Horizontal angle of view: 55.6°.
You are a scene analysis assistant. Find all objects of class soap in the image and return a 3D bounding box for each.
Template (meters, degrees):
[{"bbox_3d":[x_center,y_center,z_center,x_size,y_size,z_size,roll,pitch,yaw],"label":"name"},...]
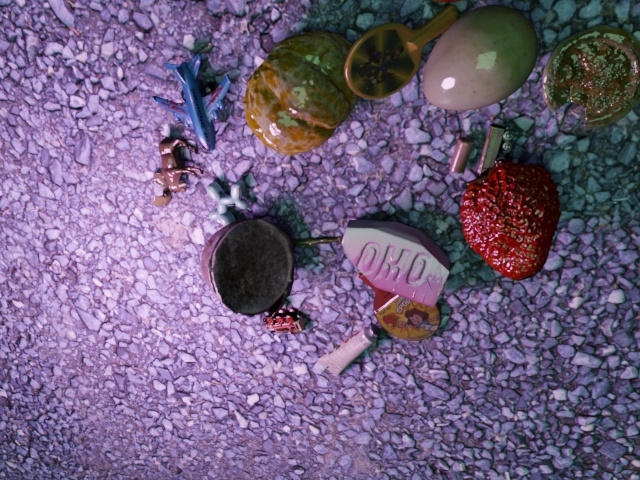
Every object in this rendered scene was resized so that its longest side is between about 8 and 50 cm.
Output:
[{"bbox_3d":[0.215,0.049,1.788,0.324,0.109,0.192,20,112,2],"label":"soap"}]

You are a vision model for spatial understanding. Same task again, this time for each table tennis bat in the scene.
[{"bbox_3d":[0.202,-0.475,1.504,0.321,0.050,0.198,-33,138,7],"label":"table tennis bat"},{"bbox_3d":[0.245,0.199,1.919,0.310,0.038,0.200,41,119,-11],"label":"table tennis bat"}]

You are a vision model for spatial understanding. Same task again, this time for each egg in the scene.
[{"bbox_3d":[0.369,-0.421,1.445,0.296,0.218,0.218,-32,105,36],"label":"egg"}]

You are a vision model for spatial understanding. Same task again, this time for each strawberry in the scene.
[{"bbox_3d":[0.495,-0.057,1.579,0.261,0.257,0.261,12,143,9],"label":"strawberry"}]

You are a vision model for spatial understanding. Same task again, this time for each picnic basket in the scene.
[{"bbox_3d":[-0.167,0.222,2.030,0.072,0.072,0.083,36,112,-4],"label":"picnic basket"}]

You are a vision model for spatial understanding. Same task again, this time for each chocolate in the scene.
[{"bbox_3d":[-0.249,0.075,1.872,0.213,0.303,0.303,7,126,55],"label":"chocolate"}]

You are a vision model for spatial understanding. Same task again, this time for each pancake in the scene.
[{"bbox_3d":[0.667,-0.395,1.474,0.254,0.037,0.253,7,119,13],"label":"pancake"}]

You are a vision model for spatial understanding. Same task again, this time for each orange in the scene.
[{"bbox_3d":[-0.060,-0.377,1.605,0.271,0.210,0.369,40,123,-9],"label":"orange"}]

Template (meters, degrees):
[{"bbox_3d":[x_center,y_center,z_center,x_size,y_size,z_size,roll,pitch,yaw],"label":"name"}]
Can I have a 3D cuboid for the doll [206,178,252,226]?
[{"bbox_3d":[-0.293,-0.111,1.897,0.160,0.059,0.158,-9,114,19],"label":"doll"}]

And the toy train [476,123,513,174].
[{"bbox_3d":[0.467,-0.238,1.616,0.071,0.038,0.147,14,120,10],"label":"toy train"}]

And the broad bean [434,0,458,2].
[{"bbox_3d":[0.302,-0.622,1.436,0.165,0.084,0.114,-6,110,13],"label":"broad bean"}]

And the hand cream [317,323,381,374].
[{"bbox_3d":[0.100,0.368,2.041,0.095,0.059,0.276,40,126,-8],"label":"hand cream"}]

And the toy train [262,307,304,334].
[{"bbox_3d":[-0.125,0.278,2.060,0.138,0.050,0.086,-9,117,21],"label":"toy train"}]

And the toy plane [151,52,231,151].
[{"bbox_3d":[-0.352,-0.388,1.741,0.254,0.105,0.271,-9,115,21],"label":"toy plane"}]

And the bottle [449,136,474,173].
[{"bbox_3d":[0.380,-0.230,1.643,0.045,0.045,0.096,19,122,6],"label":"bottle"}]

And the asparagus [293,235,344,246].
[{"bbox_3d":[0.000,0.000,1.890,0.249,0.025,0.024,-6,73,19],"label":"asparagus"}]

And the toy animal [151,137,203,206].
[{"bbox_3d":[-0.459,-0.213,1.884,0.186,0.093,0.214,-5,108,14],"label":"toy animal"}]
